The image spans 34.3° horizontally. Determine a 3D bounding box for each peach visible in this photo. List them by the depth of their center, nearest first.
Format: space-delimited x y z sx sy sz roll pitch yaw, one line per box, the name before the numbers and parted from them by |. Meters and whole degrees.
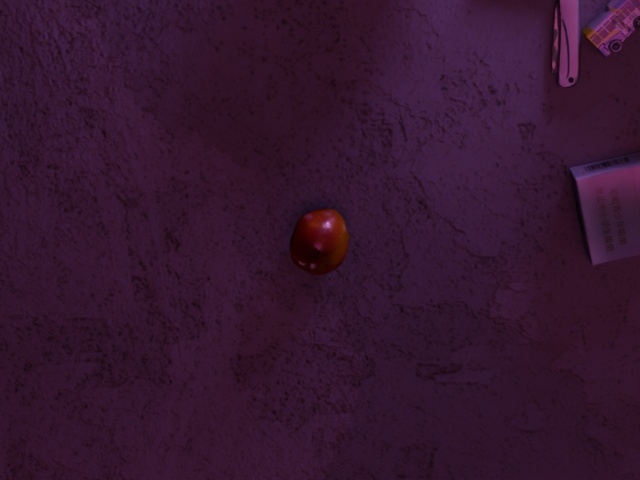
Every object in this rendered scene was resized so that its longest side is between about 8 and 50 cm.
peach | 0.000 -0.001 1.659 0.100 0.101 0.101 1 111 3

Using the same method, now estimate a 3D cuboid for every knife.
knife | 0.369 -0.309 1.558 0.044 0.023 0.162 -2 111 9

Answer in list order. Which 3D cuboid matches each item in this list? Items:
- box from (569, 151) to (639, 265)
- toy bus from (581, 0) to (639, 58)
box | 0.526 -0.064 1.620 0.243 0.067 0.155 -12 111 8
toy bus | 0.441 -0.326 1.534 0.058 0.052 0.102 40 109 -12
